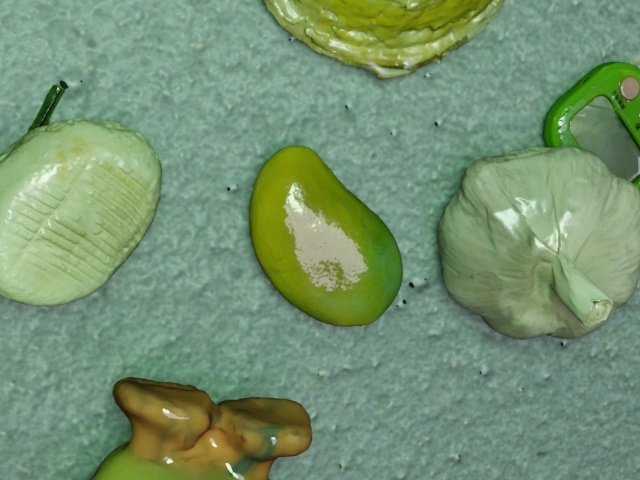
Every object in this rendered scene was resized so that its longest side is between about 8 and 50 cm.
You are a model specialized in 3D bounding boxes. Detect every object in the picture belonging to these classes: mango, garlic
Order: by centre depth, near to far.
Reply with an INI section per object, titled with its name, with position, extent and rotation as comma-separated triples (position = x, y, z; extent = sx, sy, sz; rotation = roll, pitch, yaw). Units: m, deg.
[garlic]
position = 0.223, 0.019, 1.050
extent = 0.218, 0.212, 0.218
rotation = 0, 114, -1
[mango]
position = -0.001, 0.004, 1.064
extent = 0.122, 0.085, 0.191
rotation = -43, 101, 8

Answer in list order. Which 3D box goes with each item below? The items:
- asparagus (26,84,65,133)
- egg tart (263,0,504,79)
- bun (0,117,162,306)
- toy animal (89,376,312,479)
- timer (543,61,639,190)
[asparagus]
position = -0.283, -0.073, 0.998
extent = 0.016, 0.016, 0.163
rotation = 32, 93, -46
[egg tart]
position = 0.076, -0.304, 0.991
extent = 0.315, 0.120, 0.315
rotation = -4, 104, -14
[bun]
position = -0.231, -0.032, 0.976
extent = 0.164, 0.111, 0.188
rotation = 34, 94, -44
[toy animal]
position = -0.145, 0.295, 1.027
extent = 0.216, 0.191, 0.338
rotation = 15, 94, -15
[timer]
position = 0.305, -0.110, 1.140
extent = 0.128, 0.047, 0.140
rotation = -41, 110, -5
